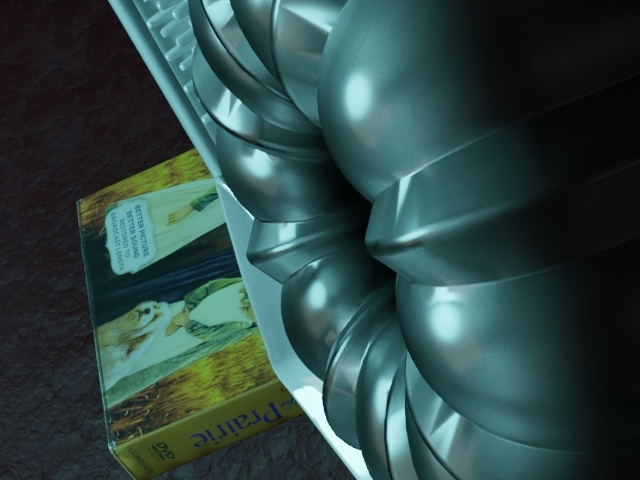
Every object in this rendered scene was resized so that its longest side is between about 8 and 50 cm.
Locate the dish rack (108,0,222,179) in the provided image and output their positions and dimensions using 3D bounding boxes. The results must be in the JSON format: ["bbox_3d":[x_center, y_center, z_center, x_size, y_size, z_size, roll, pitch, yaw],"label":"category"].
[{"bbox_3d":[-0.008,-0.055,0.846,0.285,0.072,0.333,38,161,56],"label":"dish rack"}]

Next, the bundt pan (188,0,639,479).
[{"bbox_3d":[0.047,-0.018,0.535,0.331,0.124,0.331,60,163,30],"label":"bundt pan"}]

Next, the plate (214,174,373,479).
[{"bbox_3d":[0.055,0.110,0.794,0.278,0.045,0.277,49,166,24],"label":"plate"}]

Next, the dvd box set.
[{"bbox_3d":[0.000,0.000,1.260,0.062,0.420,0.307,59,-169,-45],"label":"dvd box set"}]
